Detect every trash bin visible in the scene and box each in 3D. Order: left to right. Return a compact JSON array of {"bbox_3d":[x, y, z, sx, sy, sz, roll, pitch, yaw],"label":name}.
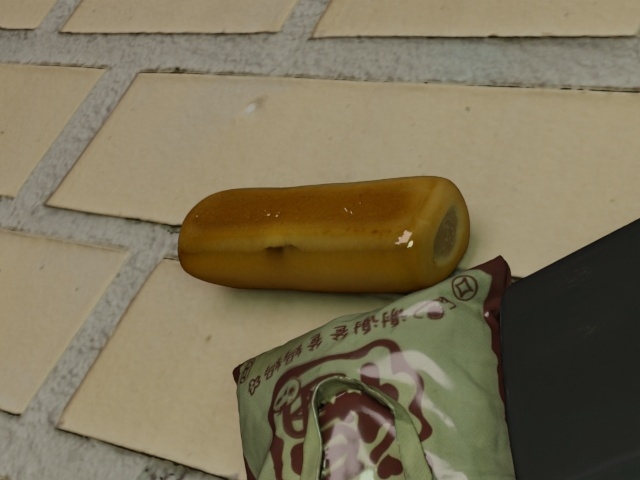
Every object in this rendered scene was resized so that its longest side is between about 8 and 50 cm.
[{"bbox_3d":[0.249,0.061,0.742,0.290,0.182,0.209,-26,41,24],"label":"trash bin"}]

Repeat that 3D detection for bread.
[{"bbox_3d":[0.000,0.000,1.077,0.239,0.074,0.092,-1,47,39],"label":"bread"}]

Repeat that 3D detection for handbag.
[{"bbox_3d":[0.034,0.134,0.878,0.213,0.127,0.235,-21,44,19],"label":"handbag"}]
